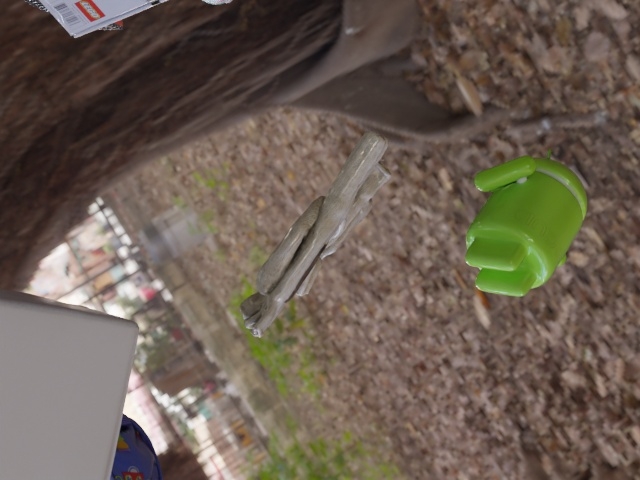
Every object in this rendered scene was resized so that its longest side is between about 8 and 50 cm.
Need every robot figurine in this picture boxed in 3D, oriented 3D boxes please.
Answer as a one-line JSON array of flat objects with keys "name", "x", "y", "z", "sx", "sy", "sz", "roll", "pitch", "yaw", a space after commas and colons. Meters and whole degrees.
[{"name": "robot figurine", "x": 0.148, "y": -0.012, "z": 0.735, "sx": 0.067, "sy": 0.115, "sz": 0.101, "roll": 6, "pitch": 137, "yaw": 41}]

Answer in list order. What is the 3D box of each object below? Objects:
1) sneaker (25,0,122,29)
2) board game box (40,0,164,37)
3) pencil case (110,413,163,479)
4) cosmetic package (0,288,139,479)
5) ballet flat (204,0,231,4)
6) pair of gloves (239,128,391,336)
[{"name": "sneaker", "x": -0.229, "y": -0.249, "z": 0.959, "sx": 0.161, "sy": 0.057, "sz": 0.075, "roll": 17, "pitch": -103, "yaw": -75}, {"name": "board game box", "x": -0.178, "y": -0.268, "z": 0.597, "sx": 0.193, "sy": 0.053, "sz": 0.305, "roll": -9, "pitch": 133, "yaw": 40}, {"name": "pencil case", "x": -0.322, "y": 0.274, "z": 1.088, "sx": 0.119, "sy": 0.306, "sz": 0.133, "roll": 23, "pitch": -133, "yaw": -76}, {"name": "cosmetic package", "x": -0.395, "y": 0.091, "z": 0.763, "sx": 0.453, "sy": 0.161, "sz": 0.230, "roll": 13, "pitch": 176, "yaw": -37}, {"name": "ballet flat", "x": -0.063, "y": -0.328, "z": 0.939, "sx": 0.091, "sy": 0.241, "sz": 0.077, "roll": 23, "pitch": 157, "yaw": -7}, {"name": "pair of gloves", "x": 0.000, "y": 0.000, "z": 0.936, "sx": 0.042, "sy": 0.204, "sz": 0.240, "roll": 38, "pitch": 178, "yaw": 2}]
